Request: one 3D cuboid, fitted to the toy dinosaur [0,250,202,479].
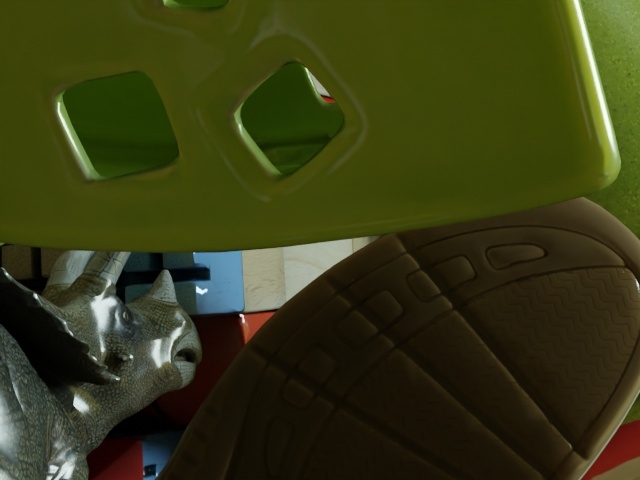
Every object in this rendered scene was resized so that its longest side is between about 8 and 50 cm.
[{"bbox_3d":[-0.115,0.069,0.550,0.313,0.121,0.160,5,71,-80],"label":"toy dinosaur"}]

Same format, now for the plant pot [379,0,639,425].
[{"bbox_3d":[0.074,-0.070,1.076,0.353,0.366,0.366,59,7,0],"label":"plant pot"}]

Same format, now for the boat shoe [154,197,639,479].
[{"bbox_3d":[-0.010,0.111,0.722,0.121,0.341,0.110,47,-14,11],"label":"boat shoe"}]

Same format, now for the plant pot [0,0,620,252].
[{"bbox_3d":[-0.054,-0.105,0.489,0.228,0.207,0.227,-59,134,-81],"label":"plant pot"}]

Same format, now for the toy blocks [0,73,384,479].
[{"bbox_3d":[-0.057,-0.015,0.826,0.261,0.191,0.381,1,86,-70],"label":"toy blocks"}]

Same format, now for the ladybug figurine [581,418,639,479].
[{"bbox_3d":[0.125,0.226,0.829,0.449,0.162,0.305,73,20,-74],"label":"ladybug figurine"}]
